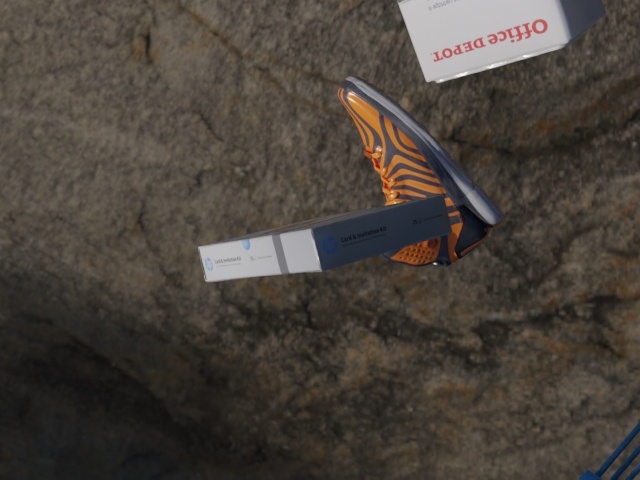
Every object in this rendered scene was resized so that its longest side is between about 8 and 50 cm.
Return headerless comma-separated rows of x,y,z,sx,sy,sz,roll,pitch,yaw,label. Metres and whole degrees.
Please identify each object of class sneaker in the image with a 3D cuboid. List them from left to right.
0.106,-0.079,1.345,0.180,0.124,0.321,-44,102,7,sneaker

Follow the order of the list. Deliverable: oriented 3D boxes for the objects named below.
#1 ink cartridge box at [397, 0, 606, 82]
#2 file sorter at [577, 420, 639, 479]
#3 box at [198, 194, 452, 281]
0.157,-0.298,0.920,0.172,0.100,0.237,-9,109,43,ink cartridge box
0.253,0.209,0.642,0.118,0.104,0.170,35,152,34,file sorter
0.000,0.000,0.816,0.186,0.145,0.038,-10,94,55,box
